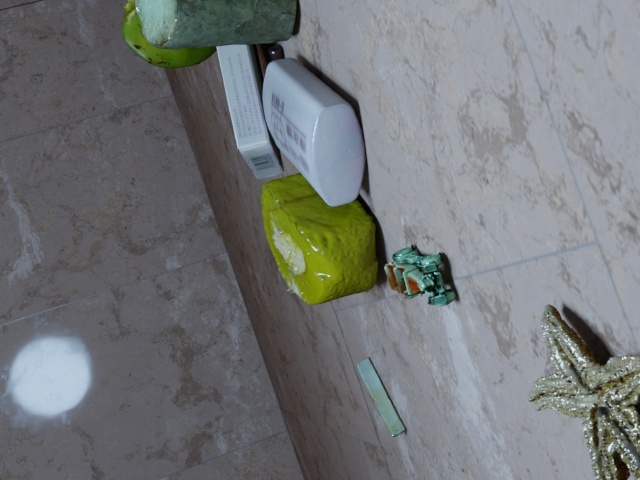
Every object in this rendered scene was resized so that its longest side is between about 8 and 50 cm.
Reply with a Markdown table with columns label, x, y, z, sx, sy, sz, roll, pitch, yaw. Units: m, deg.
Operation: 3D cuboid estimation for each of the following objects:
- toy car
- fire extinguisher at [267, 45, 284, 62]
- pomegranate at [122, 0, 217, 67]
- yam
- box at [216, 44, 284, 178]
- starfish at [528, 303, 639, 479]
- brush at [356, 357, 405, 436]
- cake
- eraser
| label | x | y | z | sx | sy | sz | roll | pitch | yaw |
| --- | --- | --- | --- | --- | --- | --- | --- | --- | --- |
| toy car | 0.140 | 0.053 | 1.189 | 0.143 | 0.054 | 0.073 | -159 | 51 | -74 |
| fire extinguisher | -0.073 | -0.297 | 1.644 | 0.049 | 0.035 | 0.173 | 15 | 133 | 27 |
| pomegranate | -0.284 | -0.535 | 1.824 | 0.358 | 0.216 | 0.310 | -53 | -28 | -67 |
| yam | -0.167 | -0.409 | 1.409 | 0.161 | 0.268 | 0.161 | 31 | 126 | 55 |
| box | -0.149 | -0.313 | 1.649 | 0.200 | 0.065 | 0.343 | 64 | -167 | -77 |
| starfish | 0.277 | 0.160 | 0.802 | 0.240 | 0.043 | 0.227 | 121 | 127 | -69 |
| brush | 0.120 | 0.316 | 1.667 | 0.030 | 0.033 | 0.178 | 79 | 166 | -54 |
| cake | 0.000 | 0.000 | 1.462 | 0.260 | 0.156 | 0.179 | -125 | 23 | -46 |
| eraser | -0.016 | -0.190 | 1.415 | 0.270 | 0.095 | 0.174 | -129 | 27 | -55 |
